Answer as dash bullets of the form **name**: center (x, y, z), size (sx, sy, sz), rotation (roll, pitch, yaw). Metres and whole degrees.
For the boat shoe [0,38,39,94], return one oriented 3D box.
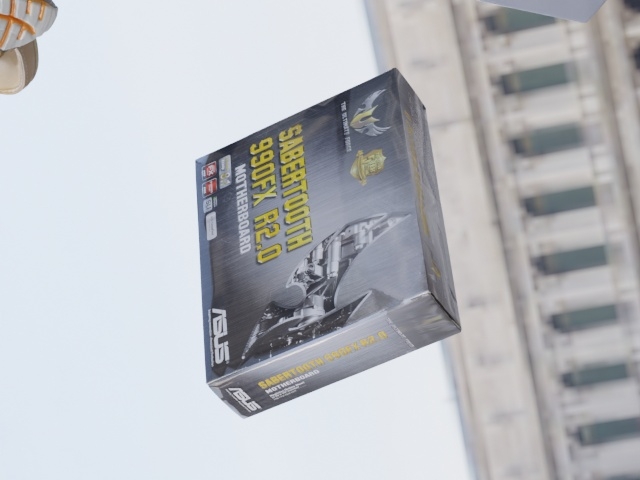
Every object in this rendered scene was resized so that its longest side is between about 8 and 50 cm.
- **boat shoe**: center (-0.472, -0.290, 2.606), size (0.341, 0.122, 0.110), rotation (66, -161, -55)

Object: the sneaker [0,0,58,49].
- **sneaker**: center (-0.372, -0.255, 1.976), size (0.084, 0.215, 0.083), rotation (121, 150, -45)

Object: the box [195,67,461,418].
- **box**: center (0.000, 0.000, 1.440), size (0.056, 0.183, 0.231), rotation (48, -153, -42)

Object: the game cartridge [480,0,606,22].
- **game cartridge**: center (0.271, -0.369, 2.006), size (0.060, 0.196, 0.294), rotation (-112, 40, -51)
